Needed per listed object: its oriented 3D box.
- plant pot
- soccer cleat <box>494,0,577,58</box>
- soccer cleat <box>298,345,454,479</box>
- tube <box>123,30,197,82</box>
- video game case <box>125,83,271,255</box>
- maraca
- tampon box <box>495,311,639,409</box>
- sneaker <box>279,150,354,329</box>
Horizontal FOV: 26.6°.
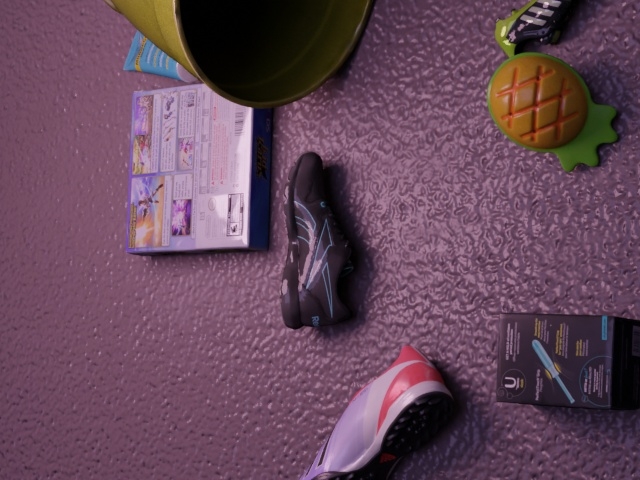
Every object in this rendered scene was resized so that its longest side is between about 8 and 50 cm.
[{"bbox_3d":[-0.168,-0.420,2.038,0.353,0.366,0.366,26,98,44],"label":"plant pot"},{"bbox_3d":[0.320,-0.314,1.859,0.179,0.060,0.072,-36,75,31],"label":"soccer cleat"},{"bbox_3d":[0.059,0.285,1.928,0.318,0.108,0.116,-47,39,22],"label":"soccer cleat"},{"bbox_3d":[-0.262,-0.302,2.223,0.207,0.052,0.080,24,89,52],"label":"tube"},{"bbox_3d":[-0.194,-0.113,2.157,0.244,0.061,0.269,-2,82,31],"label":"video game case"},{"bbox_3d":[0.311,-0.174,1.821,0.185,0.099,0.127,37,111,4],"label":"maraca"},{"bbox_3d":[0.323,0.157,1.761,0.161,0.101,0.120,0,83,34],"label":"tampon box"},{"bbox_3d":[0.000,0.000,2.013,0.106,0.101,0.267,0,83,12],"label":"sneaker"}]
